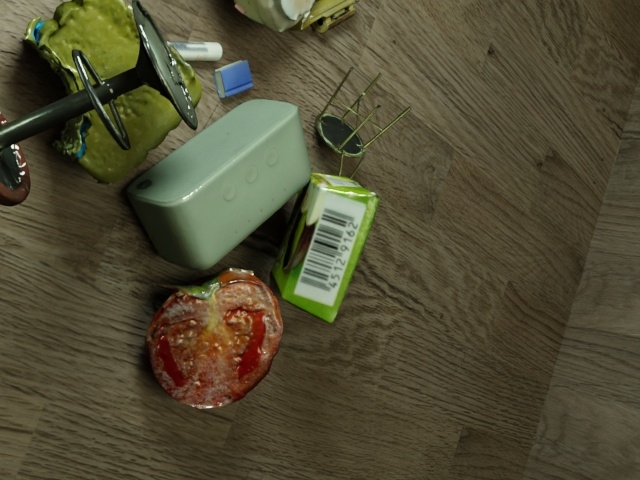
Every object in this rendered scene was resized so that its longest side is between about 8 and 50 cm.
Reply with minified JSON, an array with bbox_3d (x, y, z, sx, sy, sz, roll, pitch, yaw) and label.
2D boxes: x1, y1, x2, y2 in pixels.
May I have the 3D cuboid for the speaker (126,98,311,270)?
[{"bbox_3d":[-0.198,-0.123,1.799,0.406,0.183,0.184,-43,131,-34],"label":"speaker"}]

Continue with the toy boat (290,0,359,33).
[{"bbox_3d":[0.014,-0.544,2.022,0.226,0.068,0.088,-40,130,-35],"label":"toy boat"}]

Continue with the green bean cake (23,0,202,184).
[{"bbox_3d":[-0.407,-0.290,1.540,0.285,0.202,0.310,-43,117,-1],"label":"green bean cake"}]

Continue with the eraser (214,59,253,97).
[{"bbox_3d":[-0.191,-0.355,1.869,0.084,0.027,0.063,-32,120,-40],"label":"eraser"}]

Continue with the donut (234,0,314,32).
[{"bbox_3d":[-0.088,-0.628,1.762,0.382,0.142,0.383,13,90,-77],"label":"donut"}]

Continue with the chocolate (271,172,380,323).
[{"bbox_3d":[0.000,0.000,1.926,0.137,0.289,0.301,19,98,-12],"label":"chocolate"}]

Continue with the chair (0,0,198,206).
[{"bbox_3d":[-0.419,-0.198,1.339,0.401,0.226,0.226,-23,122,4],"label":"chair"}]

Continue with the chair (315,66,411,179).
[{"bbox_3d":[0.054,-0.249,2.076,0.160,0.170,0.326,-8,146,-50],"label":"chair"}]

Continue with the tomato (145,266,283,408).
[{"bbox_3d":[-0.228,0.194,1.833,0.309,0.170,0.309,-4,110,-10],"label":"tomato"}]

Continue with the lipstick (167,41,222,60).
[{"bbox_3d":[-0.270,-0.394,1.769,0.141,0.040,0.040,-11,105,-44],"label":"lipstick"}]
